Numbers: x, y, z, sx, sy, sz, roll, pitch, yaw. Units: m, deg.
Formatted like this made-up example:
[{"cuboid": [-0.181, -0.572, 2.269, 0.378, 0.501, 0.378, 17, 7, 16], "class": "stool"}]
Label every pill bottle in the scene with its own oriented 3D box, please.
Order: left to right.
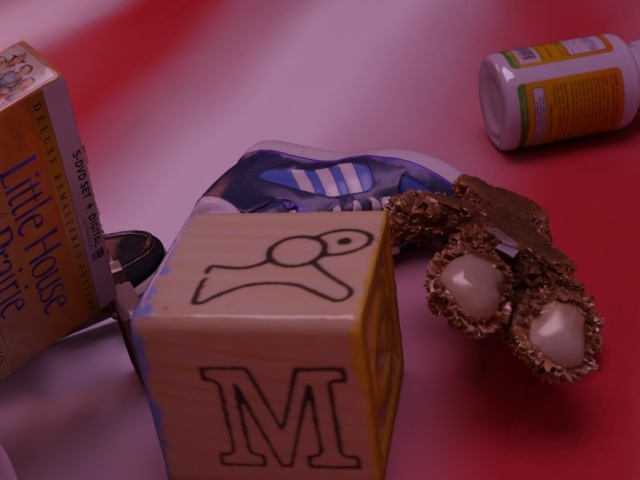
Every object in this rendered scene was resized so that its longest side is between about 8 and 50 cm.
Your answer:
[{"cuboid": [0.355, -0.211, 1.436, 0.246, 0.136, 0.136, -11, 30, -6], "class": "pill bottle"}]

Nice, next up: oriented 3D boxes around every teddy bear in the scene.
[{"cuboid": [0.172, 0.041, 1.024, 0.245, 0.113, 0.338, 17, 20, -17], "class": "teddy bear"}]

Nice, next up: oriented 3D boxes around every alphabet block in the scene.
[{"cuboid": [-0.037, 0.096, 0.948, 0.197, 0.193, 0.192, 0, 33, 13], "class": "alphabet block"}]

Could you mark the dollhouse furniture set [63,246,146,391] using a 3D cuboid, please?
[{"cuboid": [-0.250, 0.095, 1.076, 0.123, 0.144, 0.151, -23, 48, -16], "class": "dollhouse furniture set"}]

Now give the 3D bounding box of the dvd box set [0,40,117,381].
[{"cuboid": [-0.359, 0.066, 0.808, 0.420, 0.307, 0.062, -37, 63, -26], "class": "dvd box set"}]

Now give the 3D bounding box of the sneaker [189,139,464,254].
[{"cuboid": [0.000, 0.000, 1.192, 0.323, 0.130, 0.236, 11, 45, 22], "class": "sneaker"}]

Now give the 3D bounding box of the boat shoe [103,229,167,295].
[{"cuboid": [-0.342, 0.038, 1.198, 0.340, 0.113, 0.127, -18, 31, -17], "class": "boat shoe"}]

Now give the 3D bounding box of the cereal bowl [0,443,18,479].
[{"cuboid": [-0.370, 0.229, 0.679, 0.141, 0.339, 0.339, 1, 28, 45], "class": "cereal bowl"}]
